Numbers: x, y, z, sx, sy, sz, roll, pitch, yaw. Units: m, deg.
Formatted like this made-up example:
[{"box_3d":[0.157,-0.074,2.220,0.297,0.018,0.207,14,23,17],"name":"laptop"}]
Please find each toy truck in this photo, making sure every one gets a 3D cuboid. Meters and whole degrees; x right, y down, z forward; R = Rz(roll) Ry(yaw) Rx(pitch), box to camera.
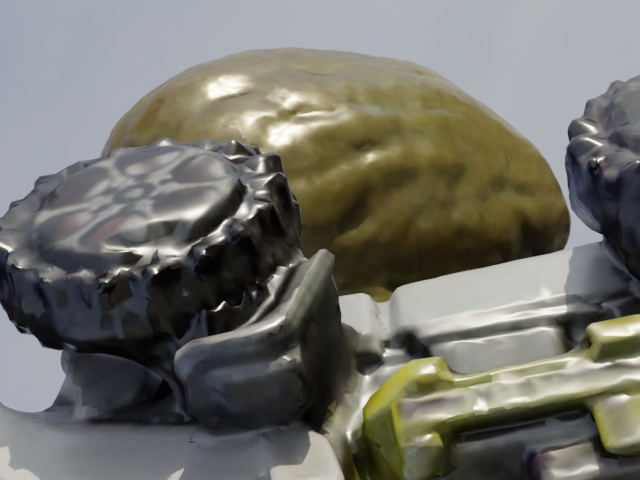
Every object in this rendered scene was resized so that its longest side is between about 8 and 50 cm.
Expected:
[{"box_3d":[0.018,0.048,0.390,0.111,0.285,0.136,-93,-9,-60],"name":"toy truck"}]

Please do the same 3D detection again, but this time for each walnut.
[{"box_3d":[0.000,0.000,1.134,0.283,0.282,0.227,-36,-47,-61],"name":"walnut"}]
